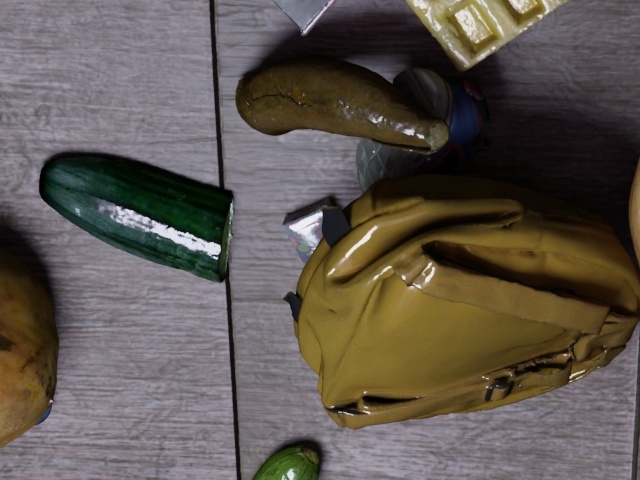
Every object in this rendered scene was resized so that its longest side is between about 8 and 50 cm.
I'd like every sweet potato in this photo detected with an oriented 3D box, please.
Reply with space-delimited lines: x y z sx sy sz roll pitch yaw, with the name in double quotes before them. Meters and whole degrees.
"sweet potato" 0.017 -0.149 1.778 0.286 0.085 0.112 9 152 36

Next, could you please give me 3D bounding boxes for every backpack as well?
"backpack" 0.155 0.065 1.806 0.378 0.201 0.353 7 142 -23

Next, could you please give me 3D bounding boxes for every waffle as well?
"waffle" 0.207 -0.314 1.747 0.274 0.057 0.168 -32 105 20

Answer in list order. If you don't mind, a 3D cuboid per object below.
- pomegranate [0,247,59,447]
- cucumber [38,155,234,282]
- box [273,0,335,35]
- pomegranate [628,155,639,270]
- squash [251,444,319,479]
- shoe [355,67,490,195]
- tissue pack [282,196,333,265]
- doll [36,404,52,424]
"pomegranate" -0.445 0.131 1.918 0.281 0.281 0.281 3 114 7
"cucumber" -0.220 -0.028 1.930 0.244 0.063 0.115 18 114 2
"box" -0.007 -0.277 1.795 0.063 0.060 0.084 44 113 -3
"pomegranate" 0.480 -0.020 1.694 0.338 0.338 0.338 3 114 7
"squash" -0.065 0.343 2.063 0.077 0.068 0.219 20 115 -7
"shoe" 0.122 -0.108 1.837 0.125 0.099 0.227 -14 147 -29
"tissue pack" 0.000 0.000 1.924 0.063 0.035 0.083 -24 108 17
"doll" -0.355 0.190 2.041 0.050 0.076 0.083 3 111 -31
